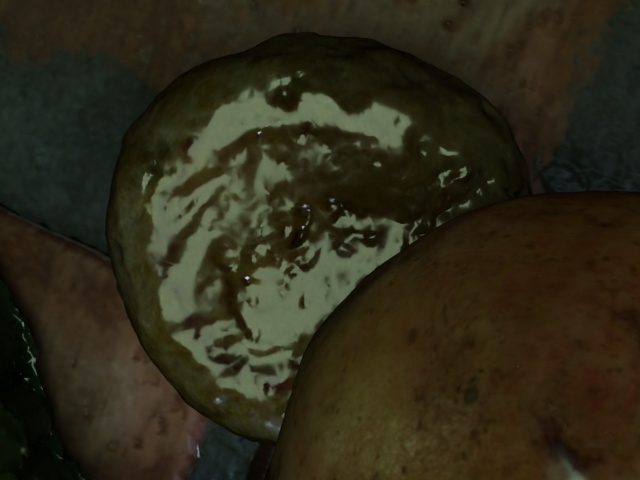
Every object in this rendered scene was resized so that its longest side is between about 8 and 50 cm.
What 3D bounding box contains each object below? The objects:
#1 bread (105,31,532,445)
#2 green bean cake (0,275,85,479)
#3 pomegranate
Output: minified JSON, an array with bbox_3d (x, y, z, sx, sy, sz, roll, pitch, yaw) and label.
[{"bbox_3d":[0.000,0.000,1.056,0.230,0.123,0.230,0,98,1],"label":"bread"},{"bbox_3d":[-0.283,0.107,1.102,0.255,0.132,0.241,-21,89,9],"label":"green bean cake"},{"bbox_3d":[0.122,0.139,0.893,0.322,0.322,0.322,1,96,7],"label":"pomegranate"}]
